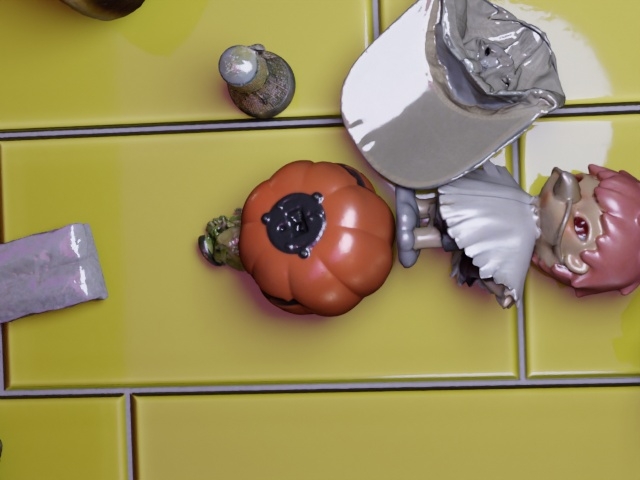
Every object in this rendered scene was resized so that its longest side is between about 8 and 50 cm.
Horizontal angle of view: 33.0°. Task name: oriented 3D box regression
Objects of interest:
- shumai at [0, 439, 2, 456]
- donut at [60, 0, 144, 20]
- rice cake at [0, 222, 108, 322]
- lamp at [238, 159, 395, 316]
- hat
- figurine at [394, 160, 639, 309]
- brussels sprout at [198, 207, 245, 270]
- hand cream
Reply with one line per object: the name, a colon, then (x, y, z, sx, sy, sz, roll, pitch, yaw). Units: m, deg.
shumai: (-0.468, 0.252, 1.346, 0.142, 0.184, 0.184, 0, 91, -18)
donut: (-0.231, -0.410, 1.233, 0.160, 0.330, 0.330, 31, 94, 15)
rice cake: (-0.424, 0.062, 1.374, 0.298, 0.050, 0.106, -15, 89, 6)
lamp: (0.000, 0.000, 1.283, 0.187, 0.164, 0.188, -7, 73, 23)
hat: (0.158, -0.177, 1.282, 0.244, 0.149, 0.214, -40, 74, 17)
figurine: (0.280, -0.019, 1.246, 0.387, 0.207, 0.166, 0, 135, 5)
brussels sprout: (-0.111, 0.002, 1.344, 0.085, 0.058, 0.085, -2, 84, 21)
hand cream: (-0.083, -0.192, 1.262, 0.084, 0.203, 0.084, 0, 91, 7)
